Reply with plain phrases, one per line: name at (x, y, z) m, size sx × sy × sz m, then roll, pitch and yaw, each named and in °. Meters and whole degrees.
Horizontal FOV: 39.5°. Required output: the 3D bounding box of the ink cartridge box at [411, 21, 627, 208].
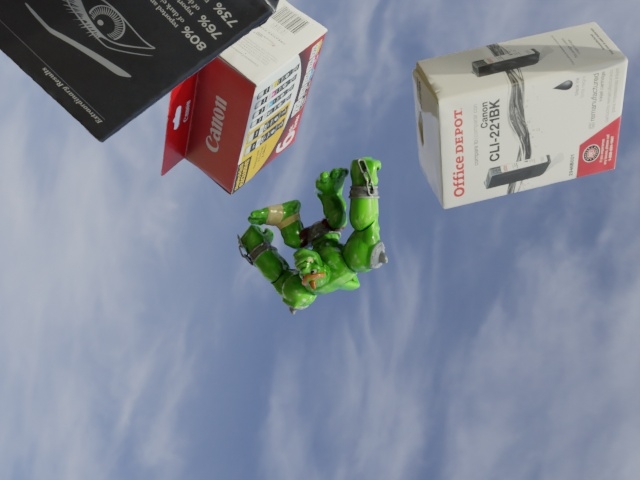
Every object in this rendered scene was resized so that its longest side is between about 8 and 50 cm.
ink cartridge box at (0.282, -0.178, 1.285) m, size 0.272 × 0.197 × 0.114 m, roll -13°, pitch -138°, yaw -3°

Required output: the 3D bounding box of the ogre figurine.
ogre figurine at (0.000, 0.000, 0.977) m, size 0.197 × 0.097 × 0.118 m, roll -26°, pitch -104°, yaw 12°

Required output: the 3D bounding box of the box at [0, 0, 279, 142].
box at (-0.147, -0.201, 0.696) m, size 0.207 × 0.153 × 0.108 m, roll -28°, pitch -149°, yaw 29°

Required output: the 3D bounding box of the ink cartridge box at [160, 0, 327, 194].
ink cartridge box at (-0.146, -0.242, 1.618) m, size 0.130 × 0.272 × 0.309 m, roll 37°, pitch -34°, yaw 12°
